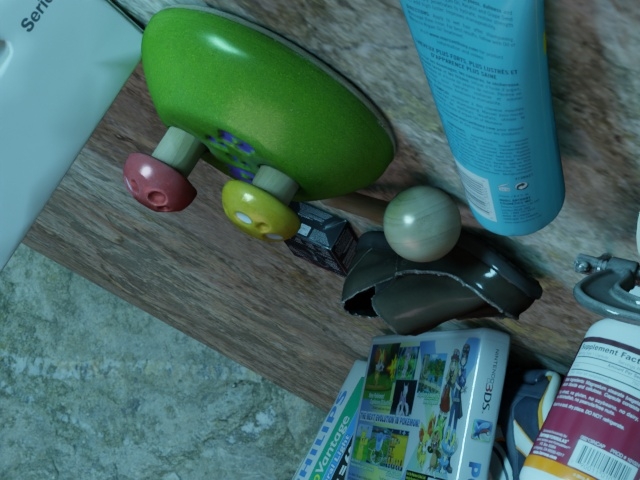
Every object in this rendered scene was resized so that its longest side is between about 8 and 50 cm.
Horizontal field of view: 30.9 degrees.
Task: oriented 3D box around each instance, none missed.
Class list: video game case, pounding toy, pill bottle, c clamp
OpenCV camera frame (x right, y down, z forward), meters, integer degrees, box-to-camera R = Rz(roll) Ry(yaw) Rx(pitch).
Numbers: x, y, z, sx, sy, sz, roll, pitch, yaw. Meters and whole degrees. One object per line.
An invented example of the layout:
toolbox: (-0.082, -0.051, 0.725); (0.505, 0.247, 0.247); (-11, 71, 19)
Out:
video game case: (0.088, 0.241, 1.170); (0.036, 0.300, 0.329); (14, 171, -13)
pounding toy: (-0.038, -0.042, 0.767); (0.237, 0.110, 0.183); (38, 164, -34)
pill bottle: (0.195, 0.105, 0.734); (0.086, 0.152, 0.086); (28, 167, 7)
c clamp: (0.209, 0.031, 0.634); (0.161, 0.022, 0.137); (16, -165, 31)

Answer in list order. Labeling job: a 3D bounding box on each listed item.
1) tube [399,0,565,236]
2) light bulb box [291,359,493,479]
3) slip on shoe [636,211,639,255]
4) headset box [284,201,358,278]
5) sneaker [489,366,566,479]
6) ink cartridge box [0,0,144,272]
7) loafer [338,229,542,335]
tube: (0.079, -0.073, 0.546); (0.080, 0.052, 0.207); (18, 158, 25)
light bulb box: (0.200, 0.340, 1.462); (0.358, 0.225, 0.361); (33, 167, -19)
slip on shoe: (0.205, 0.003, 0.435); (0.123, 0.101, 0.331); (28, 170, -6)
headset box: (0.000, 0.000, 1.018); (0.062, 0.032, 0.083); (24, 167, 24)
sneaker: (0.216, 0.180, 1.084); (0.126, 0.127, 0.321); (28, -167, -16)
ink cartridge box: (-0.284, -0.101, 0.837); (0.289, 0.211, 0.121); (14, 159, 50)
loafer: (0.086, 0.043, 0.891); (0.080, 0.078, 0.220); (34, 166, -22)
